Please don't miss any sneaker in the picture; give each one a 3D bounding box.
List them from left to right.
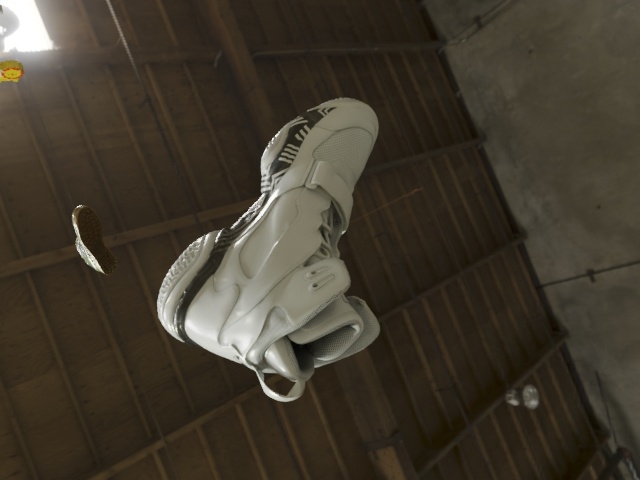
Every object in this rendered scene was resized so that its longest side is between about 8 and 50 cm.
[{"bbox_3d":[-0.560,-0.003,1.285,0.064,0.086,0.192,-47,-40,-40],"label":"sneaker"},{"bbox_3d":[0.000,0.000,0.610,0.366,0.210,0.137,-51,-37,-15],"label":"sneaker"}]

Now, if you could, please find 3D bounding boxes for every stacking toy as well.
[{"bbox_3d":[-0.676,-0.364,0.971,0.221,0.052,0.167,-13,-101,-25],"label":"stacking toy"}]
